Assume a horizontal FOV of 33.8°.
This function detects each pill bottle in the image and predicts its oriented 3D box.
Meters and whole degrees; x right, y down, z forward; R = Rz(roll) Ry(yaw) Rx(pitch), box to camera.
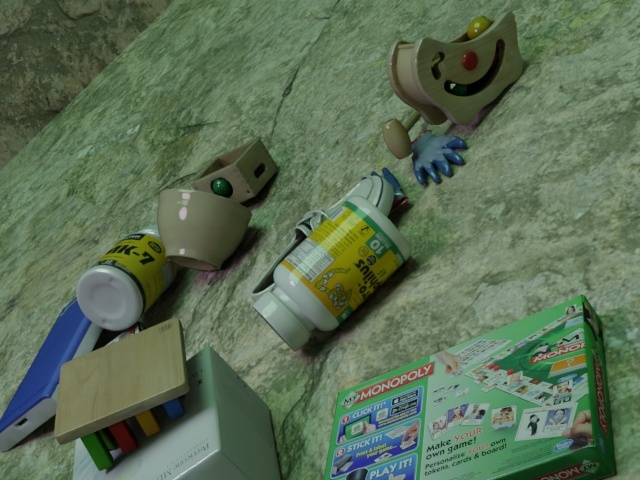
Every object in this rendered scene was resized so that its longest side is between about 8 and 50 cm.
[{"bbox_3d":[-0.321,0.058,1.816,0.119,0.119,0.208,-26,14,27],"label":"pill bottle"},{"bbox_3d":[0.012,0.048,1.424,0.208,0.117,0.117,-43,26,-7],"label":"pill bottle"}]

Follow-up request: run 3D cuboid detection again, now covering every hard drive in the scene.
[{"bbox_3d":[-0.453,0.201,1.845,0.210,0.040,0.318,-37,23,37],"label":"hard drive"}]

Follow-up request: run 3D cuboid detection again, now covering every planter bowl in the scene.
[{"bbox_3d":[-0.207,-0.011,1.791,0.162,0.162,0.109,-6,67,49],"label":"planter bowl"}]

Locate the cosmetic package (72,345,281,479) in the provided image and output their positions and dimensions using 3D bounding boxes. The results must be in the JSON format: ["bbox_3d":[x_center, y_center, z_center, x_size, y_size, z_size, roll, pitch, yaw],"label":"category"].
[{"bbox_3d":[-0.176,0.286,1.274,0.224,0.138,0.224,-36,27,8],"label":"cosmetic package"}]

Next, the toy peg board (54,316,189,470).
[{"bbox_3d":[-0.226,0.190,1.271,0.161,0.079,0.161,-22,27,0],"label":"toy peg board"}]

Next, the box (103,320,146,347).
[{"bbox_3d":[-0.320,0.220,1.685,0.114,0.036,0.207,-37,26,6],"label":"box"}]

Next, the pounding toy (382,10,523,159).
[{"bbox_3d":[0.173,-0.263,1.639,0.269,0.154,0.155,-42,25,-22],"label":"pounding toy"}]

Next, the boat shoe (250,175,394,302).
[{"bbox_3d":[0.000,0.000,1.524,0.267,0.088,0.096,-50,27,-6],"label":"boat shoe"}]

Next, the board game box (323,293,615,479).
[{"bbox_3d":[0.144,0.195,1.095,0.317,0.046,0.213,-26,28,27],"label":"board game box"}]

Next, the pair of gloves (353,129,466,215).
[{"bbox_3d":[0.131,-0.099,1.612,0.198,0.023,0.159,-38,24,2],"label":"pair of gloves"}]

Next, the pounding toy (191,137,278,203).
[{"bbox_3d":[-0.163,-0.096,1.937,0.130,0.100,0.141,-21,21,33],"label":"pounding toy"}]
